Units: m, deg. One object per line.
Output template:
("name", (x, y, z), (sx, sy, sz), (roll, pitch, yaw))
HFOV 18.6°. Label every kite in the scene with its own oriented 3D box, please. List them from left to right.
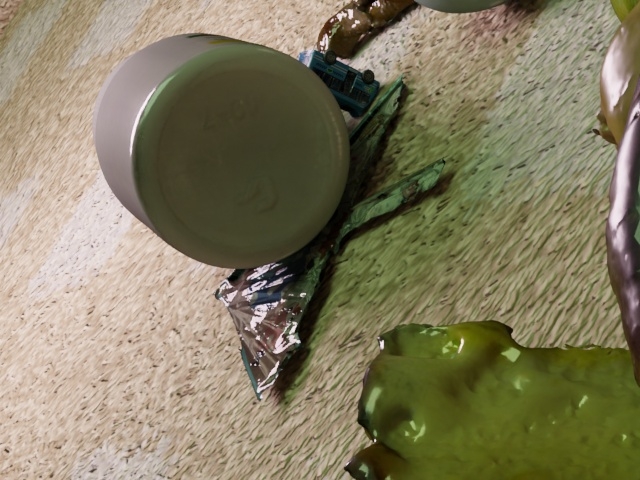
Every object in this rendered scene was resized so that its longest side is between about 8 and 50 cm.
("kite", (0.001, 0.000, 1.824), (0.368, 0.014, 0.406), (-28, 30, 49))

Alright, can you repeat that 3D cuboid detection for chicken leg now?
("chicken leg", (0.061, -0.257, 2.053), (0.198, 0.069, 0.085), (-46, 45, 35))

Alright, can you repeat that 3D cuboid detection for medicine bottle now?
("medicine bottle", (-0.112, -0.099, 1.920), (0.208, 0.208, 0.340), (-54, 17, -2))

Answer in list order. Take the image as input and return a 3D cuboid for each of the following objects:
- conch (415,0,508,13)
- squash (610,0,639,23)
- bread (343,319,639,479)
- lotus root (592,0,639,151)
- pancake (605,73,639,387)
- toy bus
("conch", (0.164, -0.293, 1.801), (0.221, 0.121, 0.185), (-26, 33, 45))
("squash", (0.285, -0.240, 1.465), (0.132, 0.132, 0.247), (-28, 34, 47))
("bread", (0.145, 0.138, 1.150), (0.252, 0.133, 0.174), (-1, 41, 6))
("lotus root", (0.318, -0.157, 1.230), (0.343, 0.151, 0.169), (-40, -1, 19))
("pancake", (0.273, -0.010, 1.024), (0.305, 0.067, 0.426), (-11, 61, 46))
("toy bus", (0.015, -0.159, 1.955), (0.038, 0.083, 0.046), (-2, 66, 63))
